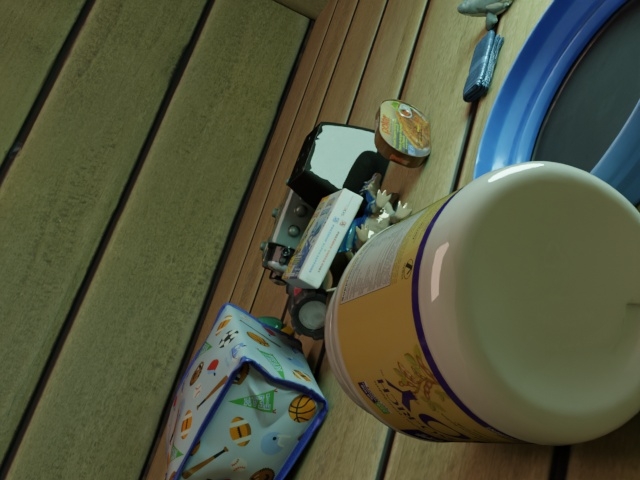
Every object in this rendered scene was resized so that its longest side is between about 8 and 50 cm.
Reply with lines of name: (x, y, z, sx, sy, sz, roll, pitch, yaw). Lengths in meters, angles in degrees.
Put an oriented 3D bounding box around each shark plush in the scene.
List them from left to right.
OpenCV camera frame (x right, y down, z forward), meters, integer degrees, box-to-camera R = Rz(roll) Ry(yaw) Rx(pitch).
shark plush: (0.304, -0.429, 1.567, 0.073, 0.067, 0.161, -68, 13, -11)

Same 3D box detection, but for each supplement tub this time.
supplement tub: (0.150, 0.077, 0.877, 0.241, 0.241, 0.331, -70, 13, -18)

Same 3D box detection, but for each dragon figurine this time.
dragon figurine: (0.086, -0.004, 1.644, 0.289, 0.085, 0.144, -66, 10, -21)

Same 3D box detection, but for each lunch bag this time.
lunch bag: (-0.175, 0.369, 1.717, 0.385, 0.239, 0.328, -58, 15, 5)

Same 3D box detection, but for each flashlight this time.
flashlight: (-0.023, 0.115, 1.869, 0.304, 0.103, 0.103, -105, 0, -76)

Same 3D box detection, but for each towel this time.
towel: (0.277, -0.295, 1.523, 0.067, 0.029, 0.119, -40, 29, 63)

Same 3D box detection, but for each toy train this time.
toy train: (-0.047, -0.059, 2.104, 0.190, 0.142, 0.334, 99, -168, -77)

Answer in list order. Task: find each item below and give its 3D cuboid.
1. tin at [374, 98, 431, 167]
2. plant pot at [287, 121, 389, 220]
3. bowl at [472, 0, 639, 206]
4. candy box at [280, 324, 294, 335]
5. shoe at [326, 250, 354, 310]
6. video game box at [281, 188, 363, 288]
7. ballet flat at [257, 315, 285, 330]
tin: (0.153, -0.204, 1.689, 0.040, 0.106, 0.190, -57, 15, 35)
plant pot: (0.036, -0.155, 1.952, 0.187, 0.167, 0.188, 151, 140, -71)
bowl: (0.312, -0.168, 1.037, 0.391, 0.077, 0.391, -60, 14, 26)
candy box: (-0.138, 0.269, 2.002, 0.206, 0.027, 0.105, -32, -25, -57)
shoe: (0.055, 0.090, 1.700, 0.076, 0.058, 0.219, -38, 28, 24)
video game box: (0.000, 0.000, 1.688, 0.187, 0.048, 0.205, -61, 9, -8)
ballet flat: (-0.172, 0.294, 2.173, 0.247, 0.087, 0.083, -66, 13, 2)
